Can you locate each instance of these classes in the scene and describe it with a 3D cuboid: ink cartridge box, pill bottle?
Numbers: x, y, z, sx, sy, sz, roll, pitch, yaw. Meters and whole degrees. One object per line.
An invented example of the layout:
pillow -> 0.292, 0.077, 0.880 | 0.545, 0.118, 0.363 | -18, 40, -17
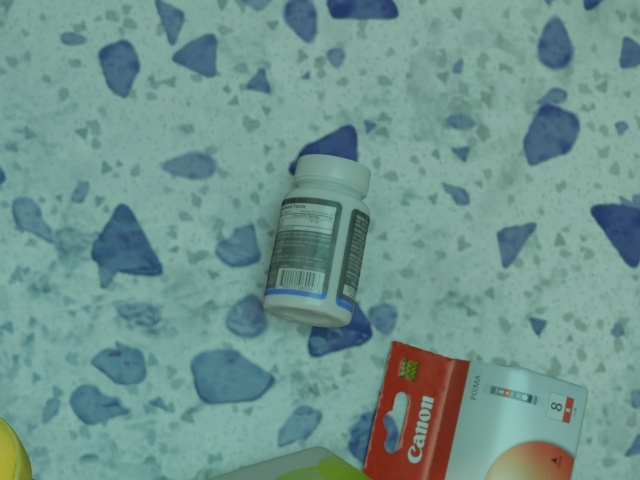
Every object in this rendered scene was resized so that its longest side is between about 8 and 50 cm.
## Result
ink cartridge box -> 0.136, 0.174, 1.693 | 0.179, 0.045, 0.145 | 18, 75, -16
pill bottle -> 0.000, 0.000, 1.664 | 0.078, 0.078, 0.137 | 15, 76, -14

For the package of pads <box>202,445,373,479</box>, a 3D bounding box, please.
package of pads -> -0.080, 0.265, 1.513 | 0.296, 0.229, 0.101 | -15, 103, -17

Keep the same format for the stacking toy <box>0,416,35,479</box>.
stacking toy -> -0.341, 0.190, 1.469 | 0.279, 0.130, 0.309 | -35, 49, 2
